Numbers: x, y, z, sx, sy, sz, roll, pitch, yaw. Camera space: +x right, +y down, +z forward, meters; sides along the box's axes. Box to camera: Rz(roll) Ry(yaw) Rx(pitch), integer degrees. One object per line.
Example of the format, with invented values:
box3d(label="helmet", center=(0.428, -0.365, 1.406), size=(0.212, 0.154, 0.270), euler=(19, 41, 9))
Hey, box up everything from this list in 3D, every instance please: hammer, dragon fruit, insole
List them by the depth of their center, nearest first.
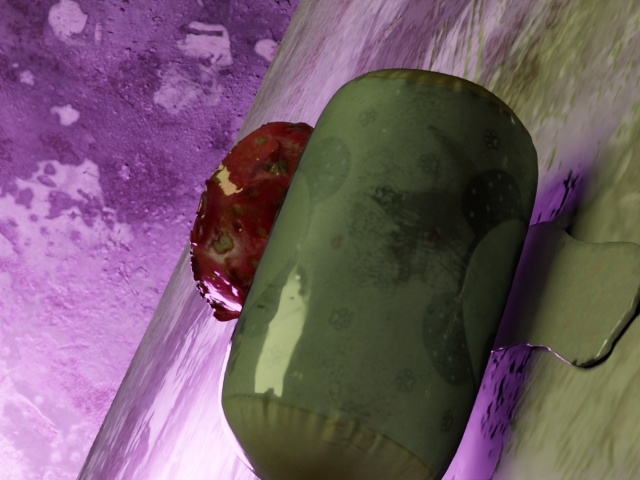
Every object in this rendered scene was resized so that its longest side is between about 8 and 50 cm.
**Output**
box3d(label="insole", center=(0.095, 0.021, 0.578), size=(0.065, 0.004, 0.197), euler=(-64, 9, -4))
box3d(label="hammer", center=(0.007, 0.053, 0.686), size=(0.305, 0.113, 0.202), euler=(121, 173, -67))
box3d(label="dragon fruit", center=(0.000, 0.000, 0.923), size=(0.153, 0.111, 0.153), euler=(-35, -41, -38))
